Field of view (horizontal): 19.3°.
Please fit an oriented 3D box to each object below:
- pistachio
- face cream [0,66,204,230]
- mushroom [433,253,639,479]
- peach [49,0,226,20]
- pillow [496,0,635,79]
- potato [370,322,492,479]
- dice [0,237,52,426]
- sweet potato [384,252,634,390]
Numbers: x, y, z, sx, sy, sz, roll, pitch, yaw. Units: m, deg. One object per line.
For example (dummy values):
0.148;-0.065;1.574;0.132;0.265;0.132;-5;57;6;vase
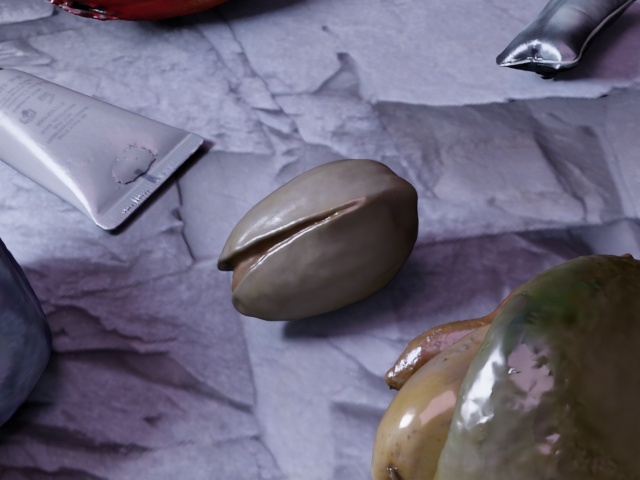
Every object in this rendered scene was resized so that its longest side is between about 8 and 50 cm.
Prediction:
0.000;0.000;1.584;0.185;0.124;0.124;-29;36;7;pistachio
-0.273;-0.110;1.924;0.314;0.089;0.143;24;57;37;face cream
0.228;0.128;1.246;0.217;0.212;0.292;11;42;43;mushroom
-0.179;-0.396;2.019;0.370;0.370;0.370;-16;37;13;peach
0.229;-0.198;1.747;0.136;0.055;0.091;-48;10;-32;pillow
0.114;0.128;1.370;0.109;0.118;0.178;27;52;32;potato
-0.414;0.043;1.654;0.270;0.270;0.271;-31;36;-6;dice
0.152;0.069;1.471;0.218;0.051;0.065;-25;49;-1;sweet potato
